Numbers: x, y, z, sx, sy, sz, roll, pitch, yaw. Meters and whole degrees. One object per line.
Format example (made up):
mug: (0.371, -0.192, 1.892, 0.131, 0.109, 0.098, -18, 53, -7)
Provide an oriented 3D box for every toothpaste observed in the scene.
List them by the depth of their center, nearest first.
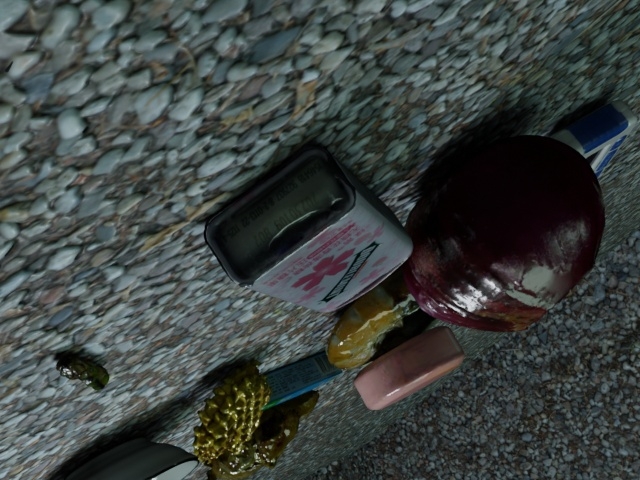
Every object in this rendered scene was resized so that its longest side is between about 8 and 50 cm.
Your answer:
toothpaste: (-0.061, 0.305, 2.103, 0.266, 0.065, 0.050, -14, 159, -49)

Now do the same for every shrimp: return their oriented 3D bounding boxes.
shrimp: (0.203, 0.121, 1.977, 0.445, 0.085, 0.272, -42, 148, 7)

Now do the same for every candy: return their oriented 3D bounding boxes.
candy: (0.190, 0.276, 2.075, 0.255, 0.094, 0.255, -28, 168, -7)

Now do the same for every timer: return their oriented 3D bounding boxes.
timer: (0.463, -0.150, 1.779, 0.178, 0.078, 0.253, -28, 160, -20)

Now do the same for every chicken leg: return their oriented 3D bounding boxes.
chicken leg: (-0.113, 0.418, 2.216, 0.361, 0.140, 0.211, -33, -173, -42)

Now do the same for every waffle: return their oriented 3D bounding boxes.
waffle: (-0.166, 0.334, 1.834, 0.193, 0.070, 0.197, -19, 133, -62)

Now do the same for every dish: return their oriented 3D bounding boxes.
dish: (-0.391, 0.457, 1.840, 0.316, 0.106, 0.316, -29, 165, -9)

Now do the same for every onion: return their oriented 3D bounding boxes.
onion: (0.299, -0.019, 1.488, 0.336, 0.282, 0.260, -24, 164, -30)

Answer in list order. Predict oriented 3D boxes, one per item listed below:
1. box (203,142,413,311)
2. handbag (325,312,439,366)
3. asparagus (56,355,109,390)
box: (0.000, 0.000, 1.286, 0.190, 0.112, 0.369, -38, 164, 9)
handbag: (0.132, 0.193, 2.150, 0.256, 0.079, 0.219, -43, 146, 26)
asparagus: (-0.325, 0.179, 1.315, 0.036, 0.030, 0.165, -23, 164, 1)
